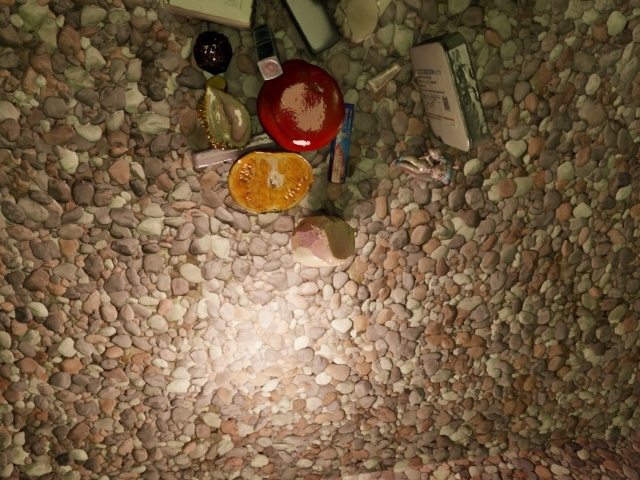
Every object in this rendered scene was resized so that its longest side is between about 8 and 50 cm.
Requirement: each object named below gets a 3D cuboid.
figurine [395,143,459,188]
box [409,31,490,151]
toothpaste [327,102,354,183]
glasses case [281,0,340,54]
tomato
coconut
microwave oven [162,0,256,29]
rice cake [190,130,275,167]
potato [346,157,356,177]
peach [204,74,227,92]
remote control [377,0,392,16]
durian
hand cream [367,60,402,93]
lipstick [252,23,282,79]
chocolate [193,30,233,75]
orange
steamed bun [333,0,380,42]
[{"bbox_3d":[0.451,-0.332,1.844,0.260,0.103,0.205,13,132,-8],"label":"figurine"},{"bbox_3d":[0.470,-0.549,1.623,0.111,0.396,0.397,-23,112,2],"label":"box"},{"bbox_3d":[0.081,-0.396,1.788,0.066,0.076,0.321,1,110,-12],"label":"toothpaste"},{"bbox_3d":[-0.055,-0.854,1.608,0.131,0.074,0.323,-31,111,4],"label":"glasses case"},{"bbox_3d":[-0.078,-0.491,1.625,0.290,0.293,0.325,-44,118,-9],"label":"tomato"},{"bbox_3d":[0.000,0.000,1.835,0.233,0.245,0.233,4,84,-40],"label":"coconut"},{"bbox_3d":[-0.349,-0.939,1.445,0.332,0.247,0.394,8,108,-12],"label":"microwave oven"},{"bbox_3d":[-0.338,-0.364,1.749,0.364,0.056,0.073,-16,113,-2],"label":"rice cake"},{"bbox_3d":[0.126,-0.315,1.849,0.037,0.036,0.093,-25,137,-37],"label":"potato"},{"bbox_3d":[-0.394,-0.581,1.666,0.077,0.050,0.083,45,88,4],"label":"peach"},{"bbox_3d":[0.249,-0.937,1.641,0.078,0.042,0.221,32,103,-18],"label":"remote control"},{"bbox_3d":[-0.369,-0.447,1.669,0.138,0.183,0.250,-20,97,42],"label":"durian"},{"bbox_3d":[0.260,-0.656,1.749,0.143,0.039,0.061,-35,117,14],"label":"hand cream"},{"bbox_3d":[-0.189,-0.670,1.543,0.077,0.290,0.076,-19,136,7],"label":"lipstick"},{"bbox_3d":[-0.397,-0.688,1.587,0.156,0.133,0.156,-2,108,-6],"label":"chocolate"},{"bbox_3d":[-0.208,-0.237,1.711,0.310,0.274,0.274,-32,119,-45],"label":"orange"},{"bbox_3d":[0.126,-0.824,1.605,0.182,0.106,0.183,-10,112,-27],"label":"steamed bun"}]
